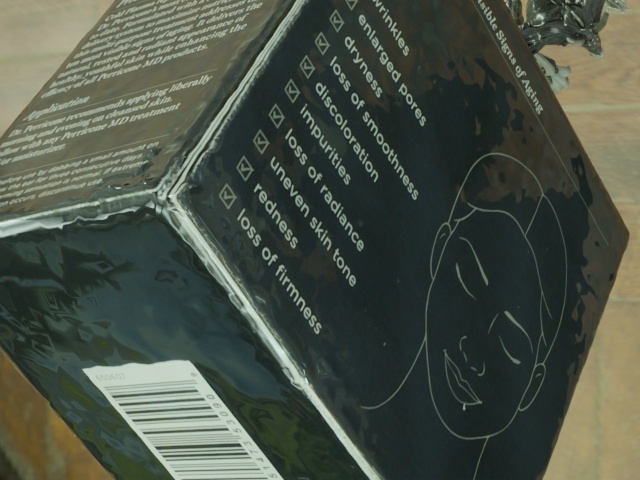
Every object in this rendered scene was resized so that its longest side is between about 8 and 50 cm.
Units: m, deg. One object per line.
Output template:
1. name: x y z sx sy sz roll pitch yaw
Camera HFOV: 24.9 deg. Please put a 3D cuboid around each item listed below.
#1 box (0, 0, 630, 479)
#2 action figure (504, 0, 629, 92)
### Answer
1. box: 0.000 0.000 1.261 0.297 0.472 0.480 -9 127 39
2. action figure: 0.265 -0.256 1.599 0.164 0.141 0.276 -44 31 11
